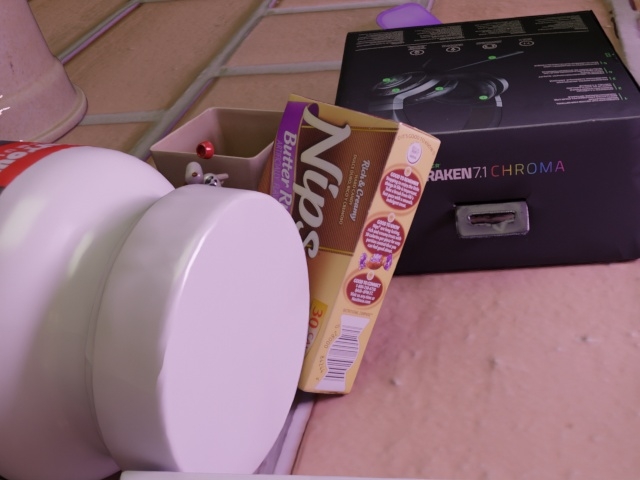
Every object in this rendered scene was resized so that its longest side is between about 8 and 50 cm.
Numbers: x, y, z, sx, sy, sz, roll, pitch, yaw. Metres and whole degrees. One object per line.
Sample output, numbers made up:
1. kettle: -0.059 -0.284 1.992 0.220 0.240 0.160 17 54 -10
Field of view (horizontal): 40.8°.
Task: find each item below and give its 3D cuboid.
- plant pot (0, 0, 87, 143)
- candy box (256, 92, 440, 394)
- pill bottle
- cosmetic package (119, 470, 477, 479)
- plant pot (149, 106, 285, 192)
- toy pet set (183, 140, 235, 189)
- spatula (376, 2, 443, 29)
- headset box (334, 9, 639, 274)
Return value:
1. plant pot: -0.493 -0.275 1.064 0.334 0.305 0.334 -6 30 4
2. candy box: 0.000 0.000 0.601 0.109 0.186 0.053 24 8 42
3. pill bottle: -0.204 0.039 0.553 0.363 0.210 0.210 6 33 23
4. cosmetic package: 0.066 0.219 0.298 0.377 0.097 0.284 -2 34 11
5. plant pot: -0.075 -0.057 0.792 0.109 0.096 0.109 8 32 25
6. toy pet set: -0.120 -0.002 0.711 0.065 0.122 0.114 -15 67 -50
7. spatula: 0.177 -0.271 1.155 0.084 0.030 0.296 -22 33 -20
8. headset box: 0.142 -0.092 0.764 0.246 0.131 0.283 -4 31 7
